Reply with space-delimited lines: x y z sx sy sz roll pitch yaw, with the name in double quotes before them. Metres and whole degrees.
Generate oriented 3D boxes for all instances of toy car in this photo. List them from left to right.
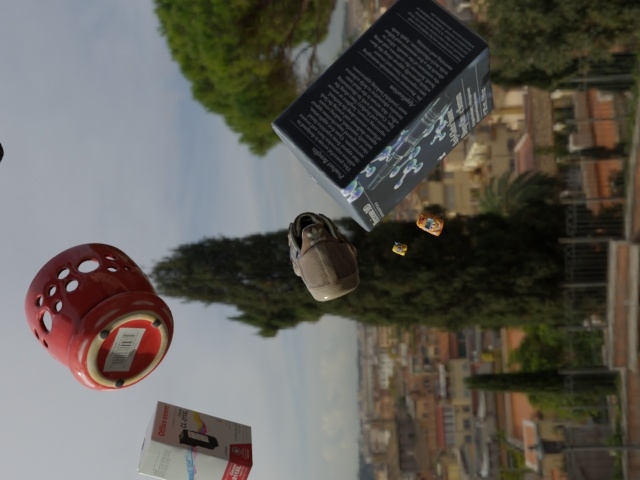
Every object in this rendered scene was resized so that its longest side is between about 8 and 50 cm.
"toy car" 0.191 -0.007 1.559 0.122 0.040 0.060 -56 45 24

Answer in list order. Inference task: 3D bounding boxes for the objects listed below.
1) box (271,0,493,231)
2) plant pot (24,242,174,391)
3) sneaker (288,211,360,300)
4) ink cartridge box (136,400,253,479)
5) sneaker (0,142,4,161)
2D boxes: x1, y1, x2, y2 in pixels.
"box" 0.141 -0.256 1.609 0.212 0.395 0.293 45 180 20
"plant pot" -0.329 0.123 1.206 0.174 0.191 0.191 35 142 39
"sneaker" 0.000 0.000 0.773 0.188 0.066 0.071 -132 22 -76
"ink cartridge box" -0.209 0.351 1.327 0.127 0.175 0.072 -110 40 -71
"sneaker" -0.497 -0.108 0.996 0.087 0.221 0.083 -56 -40 -67
